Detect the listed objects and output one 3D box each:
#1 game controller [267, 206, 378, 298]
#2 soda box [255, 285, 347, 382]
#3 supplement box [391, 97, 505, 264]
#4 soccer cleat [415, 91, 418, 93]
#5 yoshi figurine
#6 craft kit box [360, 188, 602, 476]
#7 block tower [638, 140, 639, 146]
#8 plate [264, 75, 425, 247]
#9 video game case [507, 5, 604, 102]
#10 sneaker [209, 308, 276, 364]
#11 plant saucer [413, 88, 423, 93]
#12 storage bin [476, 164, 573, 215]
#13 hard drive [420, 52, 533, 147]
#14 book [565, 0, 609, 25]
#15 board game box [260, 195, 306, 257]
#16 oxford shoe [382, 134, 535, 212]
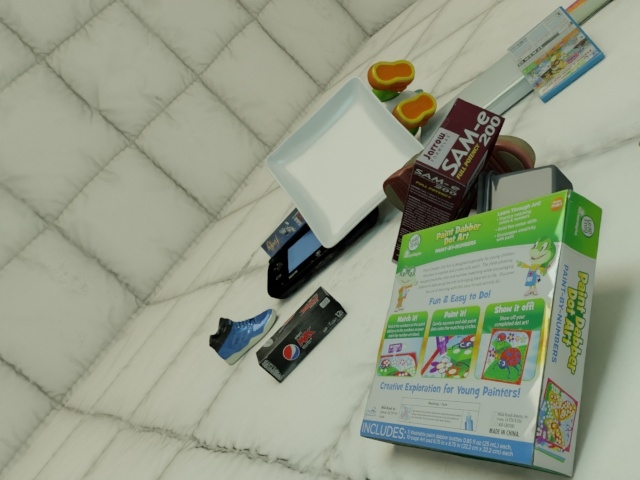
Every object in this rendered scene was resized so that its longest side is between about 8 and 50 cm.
[{"bbox_3d":[0.000,0.000,1.374,0.319,0.067,0.166,-41,16,18],"label":"game controller"},{"bbox_3d":[-0.035,0.161,1.090,0.169,0.053,0.060,-46,16,0],"label":"soda box"},{"bbox_3d":[0.169,-0.060,0.864,0.130,0.073,0.239,-55,-17,-27],"label":"supplement box"},{"bbox_3d":[0.262,-0.399,1.753,0.083,0.029,0.035,-30,26,57],"label":"soccer cleat"},{"bbox_3d":[0.111,-0.251,1.458,0.362,0.203,0.203,127,162,-69],"label":"yoshi figurine"},{"bbox_3d":[0.152,0.092,0.640,0.250,0.061,0.246,-17,56,59],"label":"craft kit box"},{"bbox_3d":[0.425,-0.103,0.502,0.097,0.091,0.335,-52,17,-19],"label":"block tower"},{"bbox_3d":[0.051,-0.161,1.303,0.277,0.045,0.278,-42,60,10],"label":"plate"},{"bbox_3d":[0.412,-0.333,1.115,0.119,0.015,0.166,-38,41,25],"label":"video game case"},{"bbox_3d":[-0.169,0.183,1.320,0.152,0.084,0.058,-44,16,8],"label":"sneaker"},{"bbox_3d":[0.240,-0.355,1.692,0.119,0.021,0.119,-44,22,23],"label":"plant saucer"},{"bbox_3d":[0.249,-0.020,0.745,0.091,0.098,0.135,-14,57,42],"label":"storage bin"},{"bbox_3d":[0.335,-0.290,1.282,0.307,0.040,0.203,-39,18,26],"label":"hard drive"},{"bbox_3d":[0.524,-0.468,1.251,0.144,0.035,0.096,-38,15,26],"label":"book"},{"bbox_3d":[-0.027,-0.062,1.486,0.165,0.042,0.243,-37,-4,-40],"label":"board game box"},{"bbox_3d":[0.227,-0.128,1.017,0.130,0.123,0.348,-46,16,-19],"label":"oxford shoe"}]
